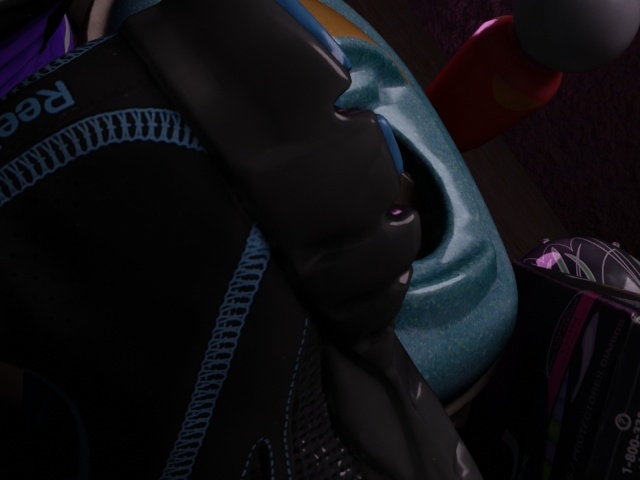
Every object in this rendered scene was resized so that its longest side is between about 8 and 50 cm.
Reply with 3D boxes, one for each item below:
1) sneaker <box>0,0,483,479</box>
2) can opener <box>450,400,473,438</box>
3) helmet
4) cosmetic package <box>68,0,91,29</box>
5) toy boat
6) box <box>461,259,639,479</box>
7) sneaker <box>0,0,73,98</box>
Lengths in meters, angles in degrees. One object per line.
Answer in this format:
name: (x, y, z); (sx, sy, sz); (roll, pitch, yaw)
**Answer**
sneaker: (-0.028, 0.064, 0.509); (0.125, 0.140, 0.340); (54, -11, 46)
can opener: (0.120, 0.133, 0.941); (0.280, 0.074, 0.093); (39, 19, -51)
helmet: (0.225, 0.083, 1.259); (0.161, 0.169, 0.169); (66, 0, -48)
cosmetic package: (-0.141, -0.310, 0.862); (0.365, 0.197, 0.155); (56, 12, -3)
toy boat: (0.034, -0.061, 0.728); (0.318, 0.148, 0.267); (-30, 83, -45)
box: (0.153, 0.113, 0.693); (0.143, 0.165, 0.270); (16, 2, -3)
sneaker: (-0.115, -0.087, 0.485); (0.102, 0.146, 0.293); (54, 13, -2)
